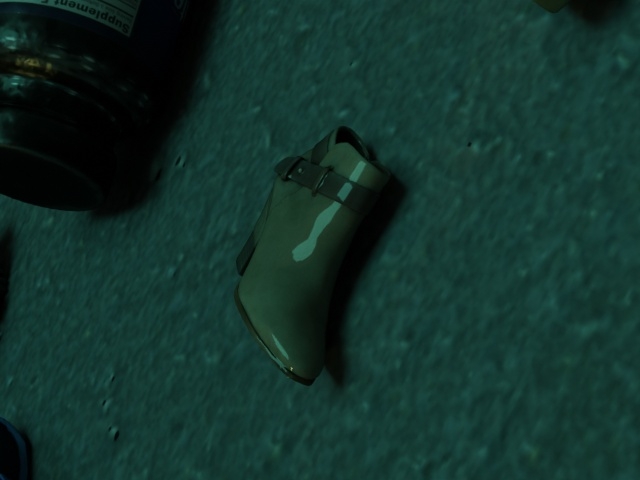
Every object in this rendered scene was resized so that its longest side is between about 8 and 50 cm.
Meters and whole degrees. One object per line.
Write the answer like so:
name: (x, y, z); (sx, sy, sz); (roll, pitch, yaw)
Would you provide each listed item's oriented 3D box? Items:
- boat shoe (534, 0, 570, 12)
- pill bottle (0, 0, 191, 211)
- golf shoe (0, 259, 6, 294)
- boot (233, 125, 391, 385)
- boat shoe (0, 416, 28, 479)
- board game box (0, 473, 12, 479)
boat shoe: (0.075, -0.224, 0.709); (0.103, 0.113, 0.302); (-45, 44, 19)
pill bottle: (-0.143, -0.135, 0.933); (0.123, 0.123, 0.219); (-11, 59, 52)
golf shoe: (-0.282, 0.094, 0.985); (0.120, 0.105, 0.273); (-26, 47, 49)
boot: (0.000, 0.000, 0.705); (0.087, 0.042, 0.118); (-50, 34, 16)
boat shoe: (-0.215, 0.201, 0.821); (0.109, 0.089, 0.258); (-45, 37, 27)
board game box: (-0.103, 0.196, 0.500); (0.160, 0.047, 0.210); (-47, 42, -5)
